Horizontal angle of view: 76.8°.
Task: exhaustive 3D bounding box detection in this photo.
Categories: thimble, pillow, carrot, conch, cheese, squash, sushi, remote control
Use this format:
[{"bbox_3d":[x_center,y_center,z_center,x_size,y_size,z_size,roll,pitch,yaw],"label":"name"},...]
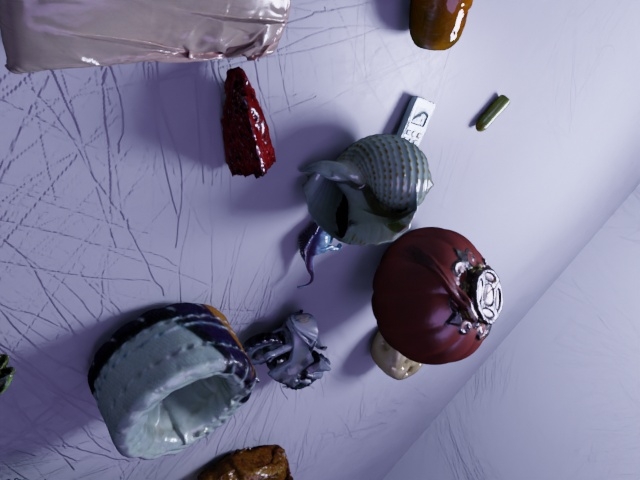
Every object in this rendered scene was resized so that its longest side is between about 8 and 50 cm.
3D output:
[{"bbox_3d":[-0.226,0.221,0.632,0.238,0.150,0.237,-25,140,-23],"label":"thimble"},{"bbox_3d":[-0.136,-0.242,0.348,0.271,0.067,0.173,-19,131,-32],"label":"pillow"},{"bbox_3d":[0.163,-0.351,0.518,0.087,0.087,0.193,-24,137,-26],"label":"carrot"},{"bbox_3d":[0.076,-0.083,0.645,0.131,0.200,0.172,-23,118,-72],"label":"conch"},{"bbox_3d":[0.251,0.306,1.189,0.218,0.117,0.235,-33,140,-17],"label":"cheese"},{"bbox_3d":[0.348,-0.256,0.825,0.083,0.027,0.027,-48,143,7],"label":"squash"},{"bbox_3d":[-0.191,0.634,1.058,0.296,0.167,0.179,29,83,-60],"label":"sushi"},{"bbox_3d":[0.147,-0.171,0.715,0.061,0.029,0.162,-1,121,-45],"label":"remote control"}]

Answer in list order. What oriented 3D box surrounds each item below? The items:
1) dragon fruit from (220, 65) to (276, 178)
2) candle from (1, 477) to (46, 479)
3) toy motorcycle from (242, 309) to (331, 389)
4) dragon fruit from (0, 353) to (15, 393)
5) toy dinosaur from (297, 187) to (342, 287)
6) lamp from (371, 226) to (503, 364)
[{"bbox_3d":[-0.082,-0.145,0.497,0.063,0.097,0.131,-25,119,-30],"label":"dragon fruit"},{"bbox_3d":[-0.467,0.468,0.614,0.187,0.187,0.330,-39,141,-9],"label":"candle"},{"bbox_3d":[-0.048,0.237,0.855,0.159,0.106,0.270,-38,139,0],"label":"toy motorcycle"},{"bbox_3d":[-0.401,0.115,0.330,0.200,0.198,0.269,-16,160,40],"label":"dragon fruit"},{"bbox_3d":[0.000,0.000,0.726,0.080,0.045,0.197,2,115,-36],"label":"toy dinosaur"},{"bbox_3d":[0.249,0.119,0.887,0.304,0.257,0.302,5,83,-41],"label":"lamp"}]
